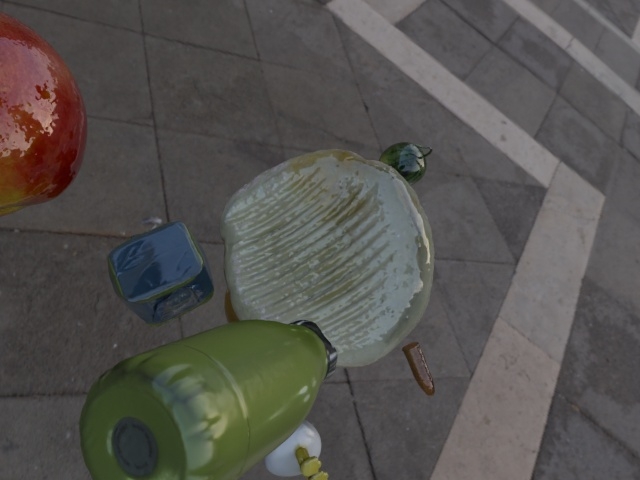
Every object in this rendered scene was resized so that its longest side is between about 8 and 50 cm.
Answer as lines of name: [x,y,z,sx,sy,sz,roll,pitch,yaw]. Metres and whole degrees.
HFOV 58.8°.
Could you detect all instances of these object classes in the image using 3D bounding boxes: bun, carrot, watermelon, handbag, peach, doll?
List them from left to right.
peach: [-0.600,-0.224,0.996,0.389,0.388,0.387,16,51,-20]
handbag: [-0.444,0.102,1.612,0.263,0.241,0.222,-29,68,-13]
doll: [-0.081,0.324,1.018,0.119,0.138,0.293,-28,32,-22]
bun: [0.017,0.033,0.951,0.365,0.365,0.219,53,12,13]
watermelon: [0.261,-0.230,1.700,0.141,0.187,0.140,18,64,-43]
carrot: [0.249,0.325,1.417,0.048,0.048,0.139,-22,89,-39]

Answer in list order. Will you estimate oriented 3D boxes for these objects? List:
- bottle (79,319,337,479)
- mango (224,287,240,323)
bottle: [-0.065,0.123,0.476,0.112,0.112,0.260,52,22,13]
mango: [-0.083,0.235,1.776,0.446,0.232,0.299,27,70,-2]
